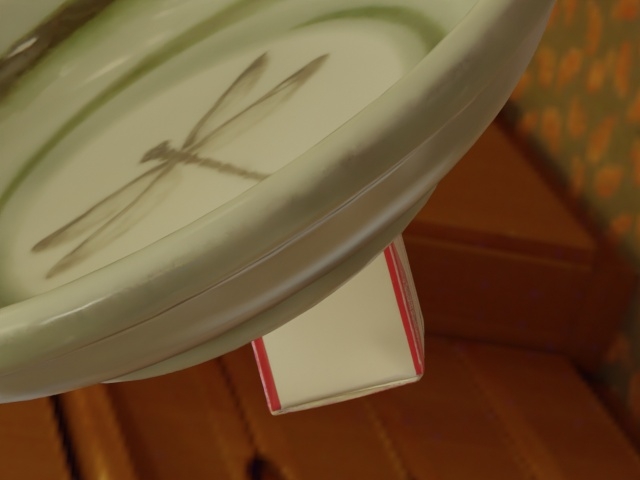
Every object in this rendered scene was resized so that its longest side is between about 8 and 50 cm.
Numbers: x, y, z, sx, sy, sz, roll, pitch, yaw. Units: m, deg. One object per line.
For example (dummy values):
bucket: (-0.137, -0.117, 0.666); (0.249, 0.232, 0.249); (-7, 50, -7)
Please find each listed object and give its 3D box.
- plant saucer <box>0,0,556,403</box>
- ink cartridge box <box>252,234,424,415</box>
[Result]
plant saucer: (-0.057, -0.045, 0.842); (0.100, 0.400, 0.400); (59, 177, -26)
ink cartridge box: (0.000, 0.000, 1.275); (0.237, 0.100, 0.172); (-65, -40, -84)
